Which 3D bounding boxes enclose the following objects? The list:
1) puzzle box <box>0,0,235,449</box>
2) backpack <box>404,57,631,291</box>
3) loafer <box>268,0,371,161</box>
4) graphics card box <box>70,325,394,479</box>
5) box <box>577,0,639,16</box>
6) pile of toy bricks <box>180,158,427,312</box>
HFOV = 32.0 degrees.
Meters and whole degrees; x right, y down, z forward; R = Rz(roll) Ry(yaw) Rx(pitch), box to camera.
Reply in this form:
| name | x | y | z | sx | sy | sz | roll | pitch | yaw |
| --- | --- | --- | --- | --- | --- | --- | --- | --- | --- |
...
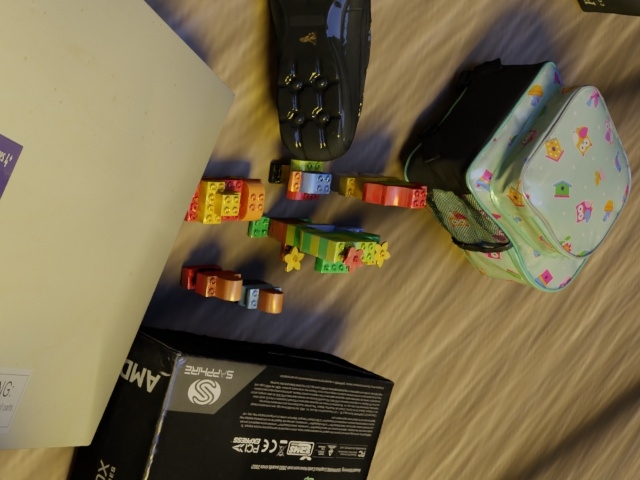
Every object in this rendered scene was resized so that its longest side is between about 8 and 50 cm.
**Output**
| name | x | y | z | sx | sy | sz | roll | pitch | yaw |
| --- | --- | --- | --- | --- | --- | --- | --- | --- | --- |
| puzzle box | -0.173 | -0.023 | 0.593 | 0.272 | 0.052 | 0.409 | -67 | 165 | -5 |
| backpack | 0.189 | -0.049 | 0.995 | 0.166 | 0.144 | 0.188 | -55 | 134 | -23 |
| loafer | 0.000 | -0.171 | 0.843 | 0.078 | 0.076 | 0.223 | -28 | 120 | -76 |
| graphics card box | -0.093 | 0.260 | 0.858 | 0.233 | 0.094 | 0.370 | 13 | 94 | -43 |
| box | 0.325 | -0.337 | 0.928 | 0.182 | 0.294 | 0.296 | -53 | 130 | -15 |
| pile of toy bricks | 0.000 | 0.000 | 0.859 | 0.212 | 0.105 | 0.118 | -3 | 104 | -42 |
